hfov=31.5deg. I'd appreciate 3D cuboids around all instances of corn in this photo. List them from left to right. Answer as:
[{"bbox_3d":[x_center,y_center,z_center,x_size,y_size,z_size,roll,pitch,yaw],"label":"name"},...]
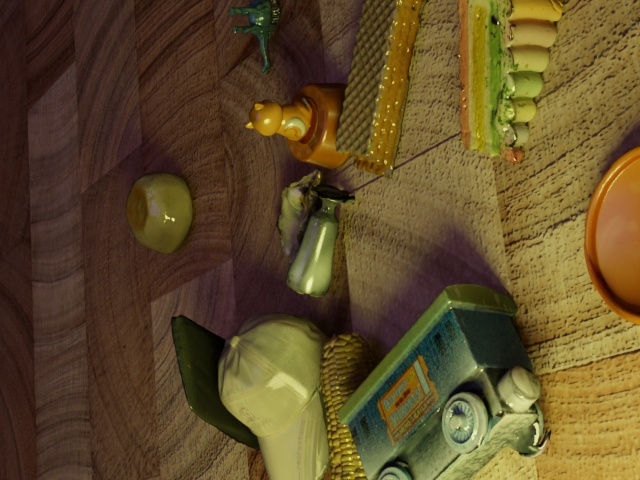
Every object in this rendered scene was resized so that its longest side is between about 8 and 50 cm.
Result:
[{"bbox_3d":[0.047,0.264,1.534,0.101,0.101,0.292,-36,55,49],"label":"corn"}]

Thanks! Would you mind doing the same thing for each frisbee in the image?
[{"bbox_3d":[0.349,-0.007,1.165,0.192,0.035,0.192,-14,74,55],"label":"frisbee"}]

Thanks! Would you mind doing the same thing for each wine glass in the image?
[{"bbox_3d":[0.000,0.000,1.669,0.072,0.072,0.155,35,114,53],"label":"wine glass"}]

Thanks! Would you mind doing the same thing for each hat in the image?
[{"bbox_3d":[-0.066,0.241,1.664,0.232,0.161,0.275,-26,68,57],"label":"hat"}]

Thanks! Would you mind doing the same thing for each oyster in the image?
[{"bbox_3d":[-0.040,-0.032,1.756,0.121,0.045,0.146,-10,85,53],"label":"oyster"}]

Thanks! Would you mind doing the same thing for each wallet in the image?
[{"bbox_3d":[-0.159,0.220,1.745,0.052,0.245,0.169,-21,61,15],"label":"wallet"}]

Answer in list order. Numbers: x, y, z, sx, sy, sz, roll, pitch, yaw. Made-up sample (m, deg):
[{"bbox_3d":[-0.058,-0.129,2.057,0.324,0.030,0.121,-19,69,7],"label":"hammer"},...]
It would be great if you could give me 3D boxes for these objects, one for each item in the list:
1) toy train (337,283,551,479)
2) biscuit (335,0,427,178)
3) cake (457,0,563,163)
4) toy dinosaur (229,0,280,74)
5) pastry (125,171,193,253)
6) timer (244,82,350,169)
[{"bbox_3d":[0.143,0.208,1.363,0.300,0.131,0.202,-53,43,37],"label":"toy train"},{"bbox_3d":[0.092,-0.281,1.577,0.094,0.054,0.379,25,107,56],"label":"biscuit"},{"bbox_3d":[0.228,-0.212,1.376,0.109,0.090,0.225,32,131,52],"label":"cake"},{"bbox_3d":[-0.105,-0.372,1.868,0.045,0.080,0.197,12,108,51],"label":"toy dinosaur"},{"bbox_3d":[-0.303,-0.053,2.121,0.156,0.092,0.156,11,102,58],"label":"pastry"},{"bbox_3d":[-0.039,-0.177,1.674,0.132,0.152,0.132,-11,76,56],"label":"timer"}]
